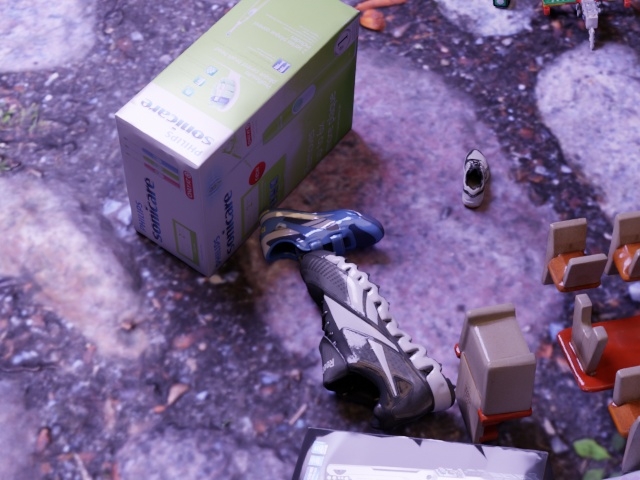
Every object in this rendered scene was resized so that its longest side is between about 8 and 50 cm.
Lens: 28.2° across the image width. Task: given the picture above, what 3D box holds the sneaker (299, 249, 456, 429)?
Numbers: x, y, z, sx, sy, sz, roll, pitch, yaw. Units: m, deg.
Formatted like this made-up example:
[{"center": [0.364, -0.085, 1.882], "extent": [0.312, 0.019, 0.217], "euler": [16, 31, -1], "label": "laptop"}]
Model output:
[{"center": [0.033, 0.106, 1.344], "extent": [0.106, 0.078, 0.234], "euler": [-29, 62, -22], "label": "sneaker"}]

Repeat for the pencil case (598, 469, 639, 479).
[{"center": [0.365, 0.262, 1.195], "extent": [0.273, 0.113, 0.124], "euler": [-16, 64, 0], "label": "pencil case"}]

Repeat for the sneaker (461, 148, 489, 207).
[{"center": [0.184, -0.080, 1.503], "extent": [0.032, 0.037, 0.083], "euler": [4, 53, 4], "label": "sneaker"}]

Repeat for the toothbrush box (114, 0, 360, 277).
[{"center": [-0.086, -0.133, 1.434], "extent": [0.122, 0.206, 0.283], "euler": [33, 60, 20], "label": "toothbrush box"}]

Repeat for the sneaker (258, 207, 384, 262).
[{"center": [0.000, 0.000, 1.436], "extent": [0.144, 0.053, 0.059], "euler": [-1, 54, 9], "label": "sneaker"}]

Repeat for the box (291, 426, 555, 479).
[{"center": [0.066, 0.326, 1.145], "extent": [0.242, 0.076, 0.307], "euler": [3, 51, 23], "label": "box"}]

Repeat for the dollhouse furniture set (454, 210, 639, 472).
[{"center": [0.273, 0.119, 1.301], "extent": [0.259, 0.135, 0.262], "euler": [-9, 47, -8], "label": "dollhouse furniture set"}]

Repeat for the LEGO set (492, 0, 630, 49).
[{"center": [0.348, -0.354, 1.710], "extent": [0.244, 0.060, 0.182], "euler": [-36, 50, -25], "label": "LEGO set"}]
